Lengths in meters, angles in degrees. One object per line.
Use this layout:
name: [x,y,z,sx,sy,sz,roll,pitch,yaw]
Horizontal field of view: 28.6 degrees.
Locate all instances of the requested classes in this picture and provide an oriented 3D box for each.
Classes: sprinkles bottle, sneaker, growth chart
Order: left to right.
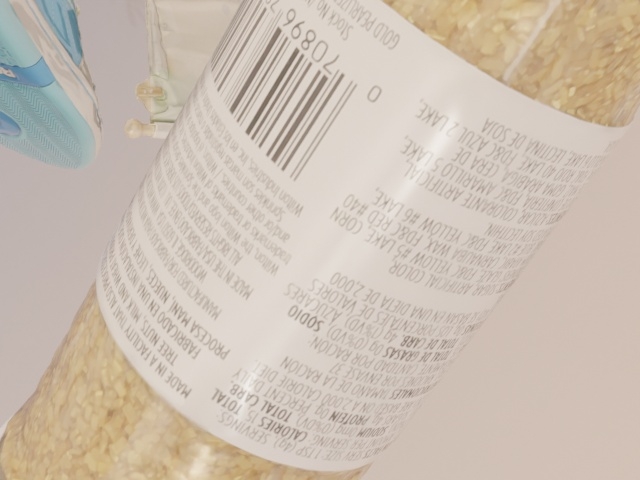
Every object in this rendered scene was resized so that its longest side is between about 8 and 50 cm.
sneaker: [-0.196,-0.202,0.890,0.127,0.319,0.208,15,-116,14]
growth chart: [-0.088,-0.190,1.081,0.021,0.172,0.237,-18,-111,52]
sprinkles bottle: [0.000,0.000,0.400,0.355,0.121,0.121,-57,-156,25]
